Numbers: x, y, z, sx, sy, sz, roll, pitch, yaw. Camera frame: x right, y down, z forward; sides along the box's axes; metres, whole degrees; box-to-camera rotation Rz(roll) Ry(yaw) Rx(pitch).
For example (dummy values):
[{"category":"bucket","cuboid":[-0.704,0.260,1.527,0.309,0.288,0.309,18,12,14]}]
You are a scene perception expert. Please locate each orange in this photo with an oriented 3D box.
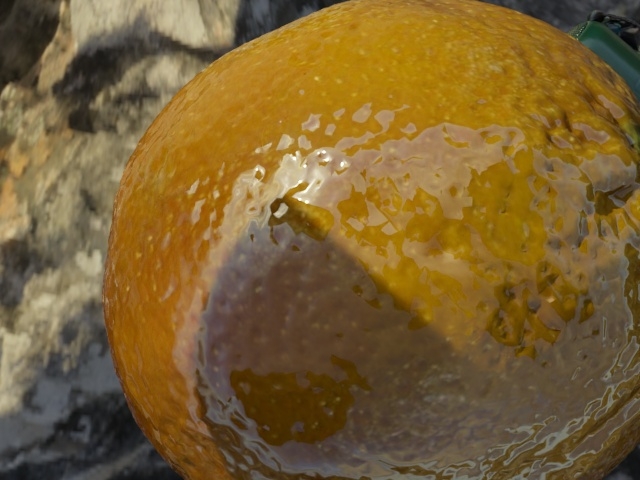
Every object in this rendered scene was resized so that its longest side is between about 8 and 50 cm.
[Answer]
[{"category":"orange","cuboid":[0.038,0.015,0.599,0.264,0.264,0.264,-2,111,-6]}]

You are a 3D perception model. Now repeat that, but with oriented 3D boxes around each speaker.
[{"category":"speaker","cuboid":[0.160,-0.088,0.766,0.075,0.094,0.060,42,119,-3]}]
